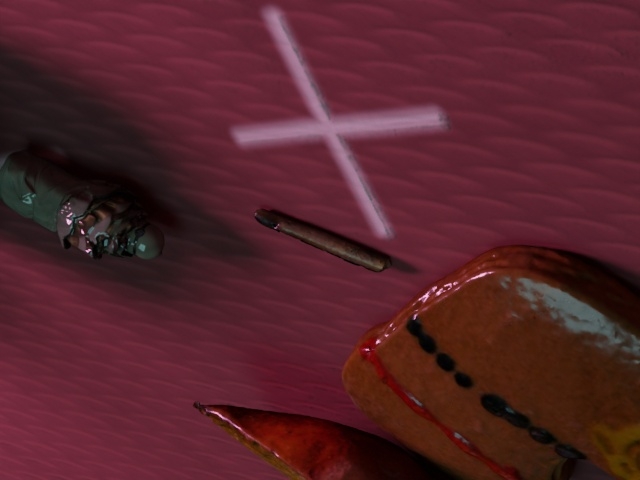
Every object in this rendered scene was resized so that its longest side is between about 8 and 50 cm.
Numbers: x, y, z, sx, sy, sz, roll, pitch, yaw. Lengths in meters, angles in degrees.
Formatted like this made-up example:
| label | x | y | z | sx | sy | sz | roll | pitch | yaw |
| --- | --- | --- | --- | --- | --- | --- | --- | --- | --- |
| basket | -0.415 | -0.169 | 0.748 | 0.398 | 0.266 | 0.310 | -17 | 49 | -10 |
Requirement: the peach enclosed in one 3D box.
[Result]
| label | x | y | z | sx | sy | sz | roll | pitch | yaw |
| --- | --- | --- | --- | --- | --- | --- | --- | --- | --- |
| peach | 0.029 | 0.187 | 1.292 | 0.279 | 0.068 | 0.189 | 37 | 167 | -4 |

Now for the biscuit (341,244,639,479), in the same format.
| label | x | y | z | sx | sy | sz | roll | pitch | yaw |
| --- | --- | --- | --- | --- | --- | --- | --- | --- | --- |
| biscuit | 0.163 | 0.128 | 1.159 | 0.262 | 0.052 | 0.277 | 43 | 141 | -10 |

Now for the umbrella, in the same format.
| label | x | y | z | sx | sy | sz | roll | pitch | yaw |
| --- | --- | --- | --- | --- | --- | --- | --- | --- | --- |
| umbrella | -0.182 | -0.022 | 1.252 | 0.143 | 0.062 | 0.067 | 24 | 175 | 14 |

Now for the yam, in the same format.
| label | x | y | z | sx | sy | sz | roll | pitch | yaw |
| --- | --- | --- | --- | --- | --- | --- | --- | --- | --- |
| yam | 0.000 | 0.000 | 1.176 | 0.107 | 0.014 | 0.014 | 22 | 140 | 15 |
